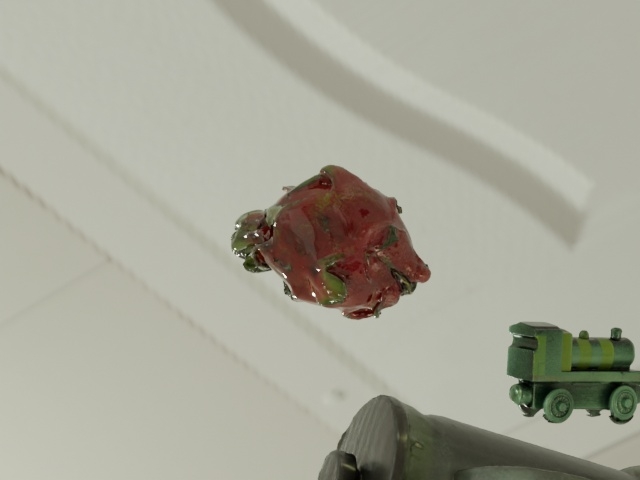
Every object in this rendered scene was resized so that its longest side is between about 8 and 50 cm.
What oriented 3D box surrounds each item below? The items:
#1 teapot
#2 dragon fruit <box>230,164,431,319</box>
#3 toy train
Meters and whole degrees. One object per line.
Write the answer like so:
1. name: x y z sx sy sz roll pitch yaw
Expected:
1. teapot: 0.169 0.260 1.636 0.337 0.270 0.200 17 -112 -16
2. dragon fruit: 0.009 0.018 2.279 0.200 0.269 0.198 51 -127 -12
3. toy train: 0.343 0.175 2.331 0.200 0.083 0.132 2 -88 -30
